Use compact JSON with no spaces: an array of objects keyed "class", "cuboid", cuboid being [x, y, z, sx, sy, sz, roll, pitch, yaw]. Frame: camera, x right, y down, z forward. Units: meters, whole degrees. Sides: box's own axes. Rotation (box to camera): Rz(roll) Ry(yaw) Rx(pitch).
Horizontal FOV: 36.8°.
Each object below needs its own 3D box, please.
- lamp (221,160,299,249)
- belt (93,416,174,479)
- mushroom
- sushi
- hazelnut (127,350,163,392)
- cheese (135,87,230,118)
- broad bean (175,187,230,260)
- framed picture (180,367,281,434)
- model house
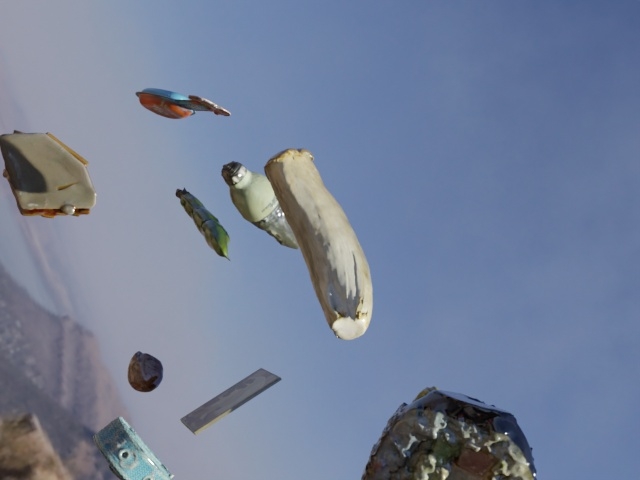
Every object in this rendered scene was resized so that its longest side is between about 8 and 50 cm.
[{"class":"lamp","cuboid":[-0.116,-0.070,2.000,0.250,0.101,0.101,48,-1,-33]},{"class":"belt","cuboid":[-0.362,0.420,1.844,0.163,0.082,0.147,49,-9,3]},{"class":"mushroom","cuboid":[0.000,0.000,1.548,0.123,0.095,0.351,17,44,-54]},{"class":"sushi","cuboid":[0.260,0.442,1.936,0.285,0.328,0.328,-44,147,-76]},{"class":"hazelnut","cuboid":[-0.368,0.273,2.007,0.086,0.086,0.086,158,-90,-77]},{"class":"cheese","cuboid":[-0.256,-0.247,1.752,0.256,0.106,0.037,13,-98,50]},{"class":"broad bean","cuboid":[-0.212,-0.029,1.805,0.060,0.043,0.297,47,-1,-33]},{"class":"framed picture","cuboid":[-0.183,0.322,1.944,0.010,0.201,0.136,61,-17,-10]},{"class":"model house","cuboid":[-0.649,-0.158,2.280,0.229,0.200,0.219,-163,-113,-71]}]
